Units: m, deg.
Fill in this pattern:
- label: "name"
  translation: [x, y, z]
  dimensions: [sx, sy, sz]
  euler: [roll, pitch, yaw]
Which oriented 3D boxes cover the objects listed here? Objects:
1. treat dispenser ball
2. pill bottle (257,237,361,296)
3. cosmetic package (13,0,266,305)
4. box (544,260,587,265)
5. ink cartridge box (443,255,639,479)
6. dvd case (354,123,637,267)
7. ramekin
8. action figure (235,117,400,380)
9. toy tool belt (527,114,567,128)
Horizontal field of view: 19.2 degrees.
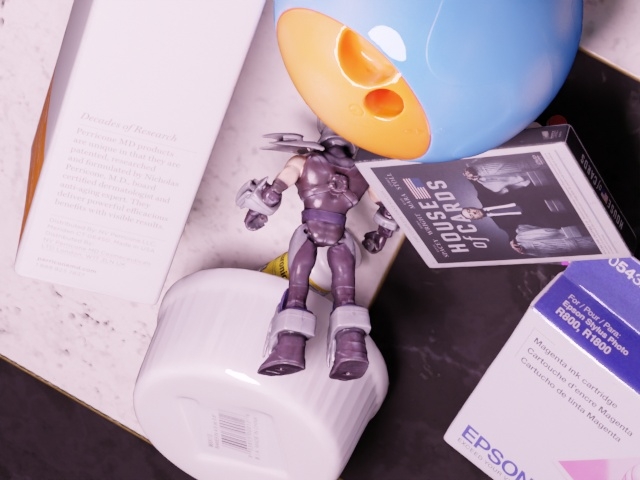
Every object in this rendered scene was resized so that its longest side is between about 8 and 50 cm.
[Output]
- label: "treat dispenser ball"
  translation: [0.099, -0.215, 1.761]
  dimensions: [0.288, 0.288, 0.288]
  euler: [11, 122, 19]
- label: "pill bottle"
  translation: [-0.012, 0.034, 2.098]
  dimensions: [0.116, 0.065, 0.065]
  euler: [-31, 102, 34]
- label: "cosmetic package"
  translation: [-0.178, -0.182, 1.921]
  dimensions: [0.161, 0.230, 0.453]
  euler: [14, 126, -13]
- label: "box"
  translation: [0.198, -0.032, 1.984]
  dimensions: [0.162, 0.029, 0.116]
  euler: [2, 119, 22]
- label: "ink cartridge box"
  translation: [0.327, 0.202, 1.988]
  dimensions: [0.324, 0.071, 0.330]
  euler: [38, 135, 12]
- label: "dvd case"
  translation: [0.175, -0.040, 1.901]
  dimensions: [0.239, 0.029, 0.179]
  euler: [-5, 139, 34]
- label: "ramekin"
  translation: [-0.074, 0.171, 2.115]
  dimensions: [0.277, 0.135, 0.277]
  euler: [15, 142, 12]
- label: "action figure"
  translation: [0.000, 0.000, 1.983]
  dimensions: [0.185, 0.285, 0.099]
  euler: [8, 164, -9]
- label: "toy tool belt"
  translation: [0.207, -0.102, 1.928]
  dimensions: [0.052, 0.083, 0.051]
  euler: [64, 167, 2]
